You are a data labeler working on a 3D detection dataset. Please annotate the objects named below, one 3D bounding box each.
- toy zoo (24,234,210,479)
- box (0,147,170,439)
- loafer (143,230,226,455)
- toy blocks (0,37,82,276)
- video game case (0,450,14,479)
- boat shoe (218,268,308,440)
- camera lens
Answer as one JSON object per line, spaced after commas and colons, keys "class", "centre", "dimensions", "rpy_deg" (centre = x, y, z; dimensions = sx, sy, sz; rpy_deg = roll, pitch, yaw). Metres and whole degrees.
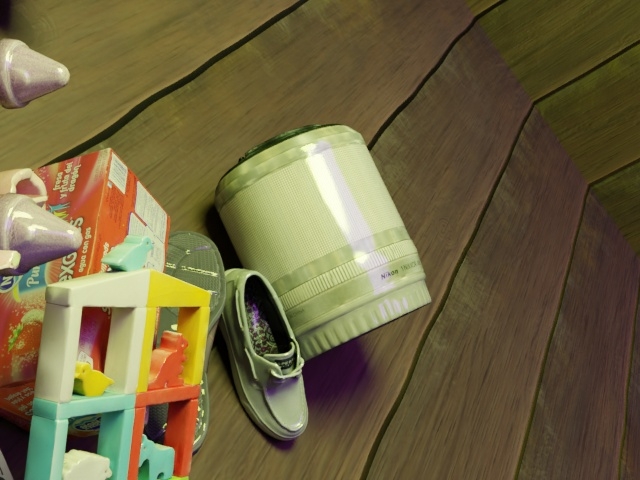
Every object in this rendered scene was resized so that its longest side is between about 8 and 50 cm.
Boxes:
{"class": "toy zoo", "centre": [-0.172, 0.142, 0.759], "dimensions": [0.192, 0.030, 0.293], "rpy_deg": [10, 87, -62]}
{"class": "box", "centre": [-0.240, 0.053, 0.860], "dimensions": [0.128, 0.122, 0.257], "rpy_deg": [56, 26, -49]}
{"class": "loafer", "centre": [-0.170, 0.124, 0.980], "dimensions": [0.109, 0.095, 0.303], "rpy_deg": [10, 47, -13]}
{"class": "toy blocks", "centre": [-0.273, 0.005, 0.588], "dimensions": [0.288, 0.260, 0.309], "rpy_deg": [-46, 139, -78]}
{"class": "video game case", "centre": [-0.324, 0.242, 0.660], "dimensions": [0.232, 0.042, 0.210], "rpy_deg": [1, 52, -58]}
{"class": "boat shoe", "centre": [-0.064, 0.141, 1.057], "dimensions": [0.079, 0.081, 0.228], "rpy_deg": [-25, 97, -32]}
{"class": "camera lens", "centre": [0.000, 0.000, 1.154], "dimensions": [0.219, 0.219, 0.274], "rpy_deg": [-14, 77, -55]}
